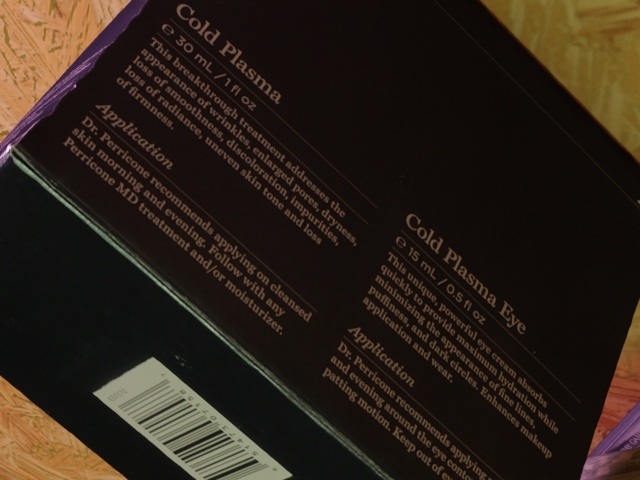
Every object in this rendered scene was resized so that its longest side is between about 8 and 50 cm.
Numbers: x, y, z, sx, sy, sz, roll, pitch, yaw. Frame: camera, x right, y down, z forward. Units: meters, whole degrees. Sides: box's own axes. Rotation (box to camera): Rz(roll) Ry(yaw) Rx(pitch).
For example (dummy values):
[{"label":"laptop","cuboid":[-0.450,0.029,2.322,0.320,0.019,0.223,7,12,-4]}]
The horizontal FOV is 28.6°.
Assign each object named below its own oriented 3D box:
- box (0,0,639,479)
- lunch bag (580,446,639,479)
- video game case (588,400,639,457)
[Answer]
[{"label":"box","cuboid":[0.000,0.000,0.729,0.343,0.312,0.179,43,140,-13]},{"label":"lunch bag","cuboid":[0.277,0.243,0.848,0.305,0.213,0.256,-19,120,43]},{"label":"video game case","cuboid":[0.356,0.195,0.935,0.274,0.026,0.196,28,141,3]}]
